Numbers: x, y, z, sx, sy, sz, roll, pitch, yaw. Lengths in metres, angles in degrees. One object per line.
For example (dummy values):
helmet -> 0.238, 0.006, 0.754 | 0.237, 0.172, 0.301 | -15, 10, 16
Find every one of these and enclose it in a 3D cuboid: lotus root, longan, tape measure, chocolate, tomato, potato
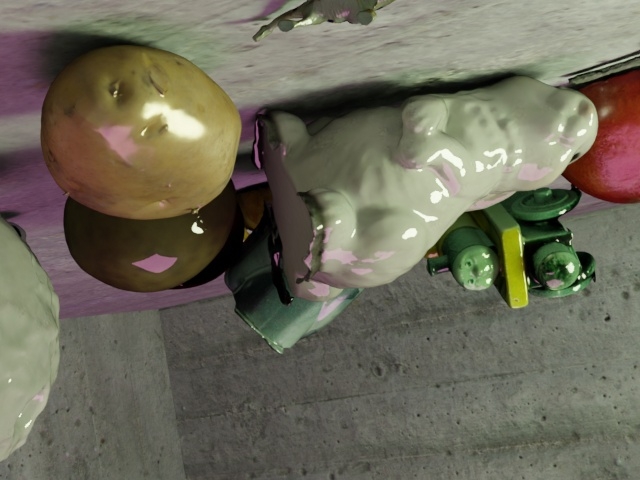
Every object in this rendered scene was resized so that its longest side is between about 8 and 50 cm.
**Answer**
lotus root -> -0.056, -0.041, 1.751 | 0.183, 0.078, 0.203 | -5, 175, -33
longan -> -0.174, -0.030, 1.232 | 0.184, 0.159, 0.204 | -14, -170, 23
tape measure -> 0.000, 0.000, 1.452 | 0.256, 0.147, 0.275 | -45, -174, 7
chocolate -> -0.182, -0.020, 1.421 | 0.176, 0.177, 0.177 | -10, 175, -1
tomato -> 0.377, -0.117, 1.391 | 0.200, 0.140, 0.233 | -8, 175, -3
potato -> -0.137, -0.081, 0.915 | 0.161, 0.128, 0.235 | -16, 170, -17

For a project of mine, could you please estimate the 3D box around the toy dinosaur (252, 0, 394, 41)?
toy dinosaur -> 0.016, -0.166, 0.807 | 0.180, 0.037, 0.058 | -5, -159, 30

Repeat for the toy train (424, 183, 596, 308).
toy train -> 0.215, -0.018, 1.545 | 0.237, 0.150, 0.369 | -12, -160, -3

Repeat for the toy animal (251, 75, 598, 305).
toy animal -> 0.115, -0.070, 1.236 | 0.357, 0.194, 0.258 | -16, 155, -17

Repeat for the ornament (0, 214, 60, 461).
ornament -> -0.427, 0.092, 1.171 | 0.337, 0.337, 0.337 | -10, 175, -1

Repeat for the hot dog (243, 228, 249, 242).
hot dog -> -0.131, -0.023, 1.688 | 0.044, 0.028, 0.137 | 18, 155, 51

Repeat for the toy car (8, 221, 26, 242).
toy car -> -0.471, -0.002, 1.502 | 0.095, 0.056, 0.205 | -13, 177, 30

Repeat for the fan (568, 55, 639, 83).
fan -> 0.402, -0.208, 1.174 | 0.335, 0.011, 0.229 | -15, 173, 41
